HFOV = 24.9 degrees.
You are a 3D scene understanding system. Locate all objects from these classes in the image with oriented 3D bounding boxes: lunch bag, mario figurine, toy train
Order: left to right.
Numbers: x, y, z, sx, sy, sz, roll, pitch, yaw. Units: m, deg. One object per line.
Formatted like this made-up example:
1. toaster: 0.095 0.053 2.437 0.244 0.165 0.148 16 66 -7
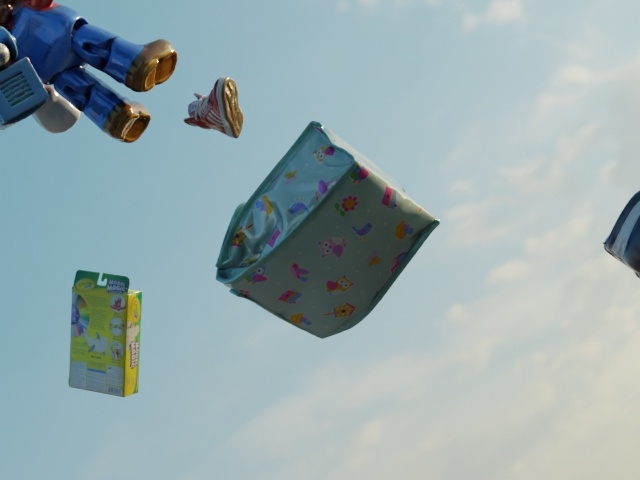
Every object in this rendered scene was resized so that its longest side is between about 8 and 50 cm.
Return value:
1. toy train: -0.381 -0.173 1.641 0.080 0.105 0.184 -33 11 -29
2. mario figurine: -0.318 -0.257 1.734 0.198 0.321 0.170 -54 -11 -13
3. lunch bag: 0.000 0.000 2.053 0.262 0.160 0.223 -50 -48 8

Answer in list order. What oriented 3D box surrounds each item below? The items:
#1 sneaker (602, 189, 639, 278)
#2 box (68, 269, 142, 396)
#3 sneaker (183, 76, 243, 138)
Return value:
1. sneaker: 0.395 0.065 1.582 0.099 0.153 0.282 -29 -50 -17
2. box: -0.319 0.135 2.147 0.043 0.105 0.179 -15 -70 -61
3. sneaker: -0.131 -0.161 1.702 0.118 0.067 0.042 82 -154 -66
